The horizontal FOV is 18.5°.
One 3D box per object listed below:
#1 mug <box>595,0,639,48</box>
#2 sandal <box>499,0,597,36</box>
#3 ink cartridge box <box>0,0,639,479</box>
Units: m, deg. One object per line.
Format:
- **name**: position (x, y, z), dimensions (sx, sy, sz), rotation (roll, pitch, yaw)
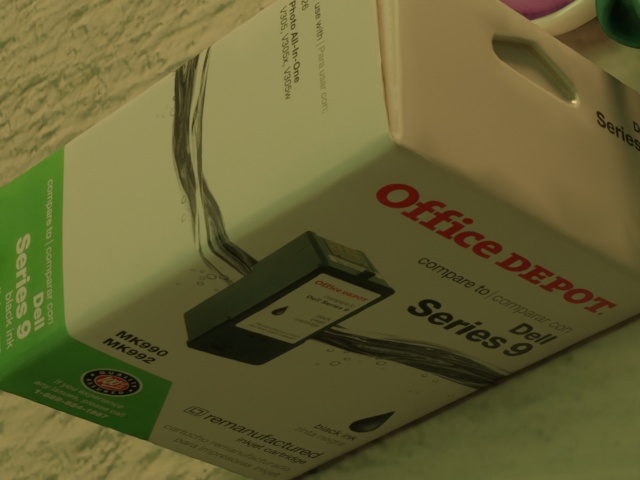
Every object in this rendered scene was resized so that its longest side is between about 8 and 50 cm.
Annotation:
- **mug**: position (0.198, -0.128, 0.921), dimensions (0.158, 0.097, 0.129), rotation (-45, 43, 23)
- **sandal**: position (0.159, -0.311, 1.057), dimensions (0.169, 0.102, 0.416), rotation (16, 81, 51)
- **ink cartridge box**: position (0.000, 0.000, 0.990), dimensions (0.289, 0.211, 0.121), rotation (-30, 50, 36)
